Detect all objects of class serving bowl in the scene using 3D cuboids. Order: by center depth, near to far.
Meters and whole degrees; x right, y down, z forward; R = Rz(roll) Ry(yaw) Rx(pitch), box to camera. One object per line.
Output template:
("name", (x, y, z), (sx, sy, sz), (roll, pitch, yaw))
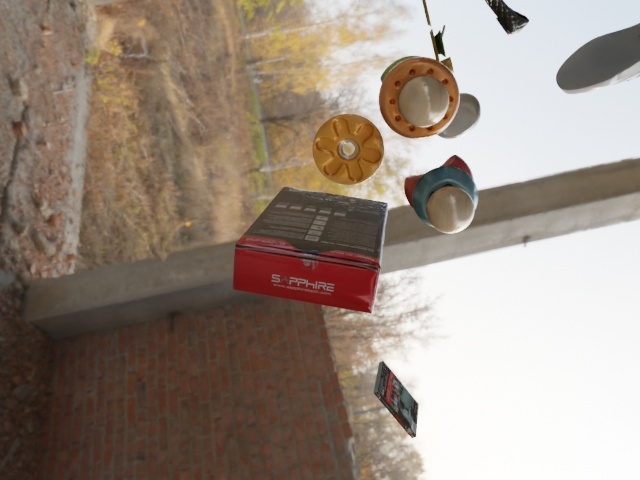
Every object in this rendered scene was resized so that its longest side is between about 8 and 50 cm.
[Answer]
("serving bowl", (0.218, -0.194, 0.926), (0.027, 0.083, 0.083), (39, 31, -47))

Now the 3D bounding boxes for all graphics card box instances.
("graphics card box", (0.000, 0.000, 1.064), (0.371, 0.232, 0.094), (-69, 167, -68))

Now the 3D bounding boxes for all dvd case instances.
("dvd case", (0.140, 0.289, 1.060), (0.119, 0.013, 0.087), (50, 26, -14))

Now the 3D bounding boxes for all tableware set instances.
("tableware set", (0.152, -0.298, 0.774), (0.104, 0.024, 0.154), (-55, 131, -70))

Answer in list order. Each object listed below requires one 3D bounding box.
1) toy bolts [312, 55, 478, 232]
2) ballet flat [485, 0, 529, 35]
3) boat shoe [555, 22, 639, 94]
("toy bolts", (0.111, -0.100, 0.766), (0.228, 0.218, 0.158), (56, 14, -14))
("ballet flat", (0.339, -0.468, 1.109), (0.173, 0.049, 0.057), (41, 27, -32))
("boat shoe", (0.604, -0.348, 1.081), (0.105, 0.306, 0.113), (30, 42, -42))
